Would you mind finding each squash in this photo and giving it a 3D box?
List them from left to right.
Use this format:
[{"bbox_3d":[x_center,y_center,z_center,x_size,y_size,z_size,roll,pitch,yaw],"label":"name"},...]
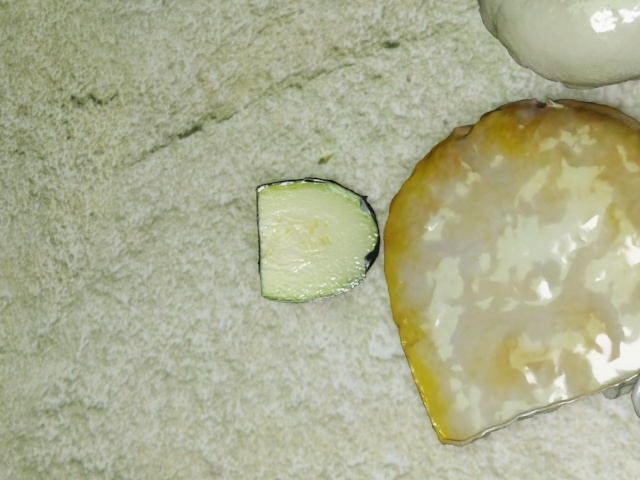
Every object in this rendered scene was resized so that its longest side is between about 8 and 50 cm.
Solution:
[{"bbox_3d":[-0.002,0.006,1.545,0.184,0.085,0.192,-3,77,2],"label":"squash"}]

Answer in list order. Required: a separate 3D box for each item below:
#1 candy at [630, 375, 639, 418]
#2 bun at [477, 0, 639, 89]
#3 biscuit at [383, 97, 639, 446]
[{"bbox_3d":[0.442,0.180,1.097,0.195,0.137,0.185,-97,22,-56],"label":"candy"},{"bbox_3d":[0.377,-0.340,1.302,0.365,0.219,0.365,-12,58,19],"label":"bun"},{"bbox_3d":[0.281,0.032,1.331,0.429,0.104,0.446,-31,66,19],"label":"biscuit"}]
